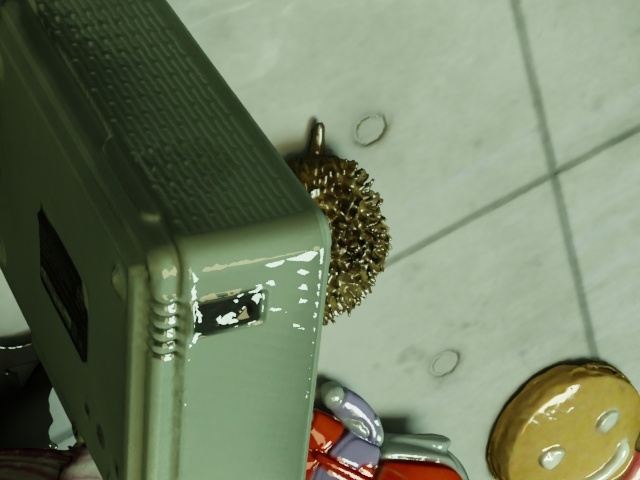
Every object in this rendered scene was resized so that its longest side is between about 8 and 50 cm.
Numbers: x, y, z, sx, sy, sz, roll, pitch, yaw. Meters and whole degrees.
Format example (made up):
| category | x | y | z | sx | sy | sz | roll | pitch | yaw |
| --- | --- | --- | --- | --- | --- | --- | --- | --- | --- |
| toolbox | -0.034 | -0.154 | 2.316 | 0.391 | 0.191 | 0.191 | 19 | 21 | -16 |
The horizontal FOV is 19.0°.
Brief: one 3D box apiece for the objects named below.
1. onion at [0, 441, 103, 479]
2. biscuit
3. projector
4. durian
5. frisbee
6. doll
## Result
| category | x | y | z | sx | sy | sz | roll | pitch | yaw |
| --- | --- | --- | --- | --- | --- | --- | --- | --- | --- |
| onion | -0.176 | 0.238 | 1.114 | 0.272 | 0.230 | 0.256 | -40 | 106 | -44 |
| biscuit | 0.214 | 0.219 | 1.468 | 0.216 | 0.047 | 0.339 | -28 | 134 | -11 |
| projector | -0.094 | 0.006 | 0.971 | 0.099 | 0.256 | 0.192 | -12 | 130 | -22 |
| durian | 0.003 | 0.000 | 1.157 | 0.110 | 0.071 | 0.140 | -11 | 124 | -24 |
| frisbee | -0.165 | 0.073 | 1.152 | 0.187 | 0.012 | 0.211 | -32 | 134 | -7 |
| doll | 0.046 | 0.171 | 1.308 | 0.227 | 0.075 | 0.102 | 29 | 97 | -32 |
